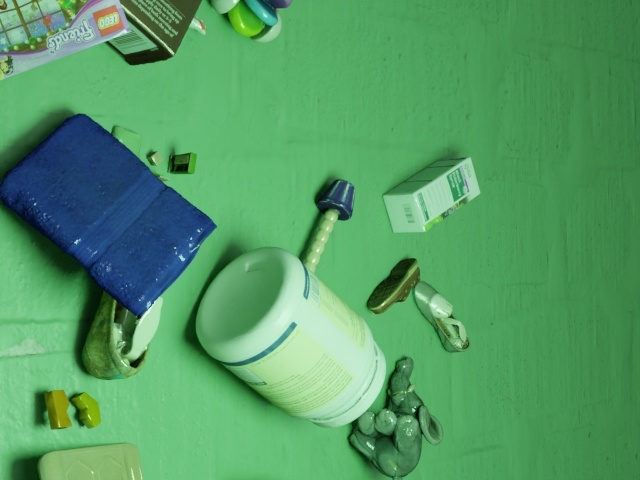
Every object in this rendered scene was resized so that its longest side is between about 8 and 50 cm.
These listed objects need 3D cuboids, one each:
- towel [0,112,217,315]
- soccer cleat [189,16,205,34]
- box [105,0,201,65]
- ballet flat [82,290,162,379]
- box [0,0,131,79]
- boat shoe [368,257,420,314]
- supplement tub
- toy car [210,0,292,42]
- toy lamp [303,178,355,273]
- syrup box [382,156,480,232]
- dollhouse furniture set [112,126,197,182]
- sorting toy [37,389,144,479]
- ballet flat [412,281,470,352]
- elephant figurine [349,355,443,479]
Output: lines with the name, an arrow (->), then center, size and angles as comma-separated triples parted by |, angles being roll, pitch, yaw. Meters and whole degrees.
towel -> -0.346, -0.042, 1.737 | 0.308, 0.076, 0.227 | 42, 51, -5
soccer cleat -> -0.244, -0.402, 1.962 | 0.083, 0.029, 0.035 | 47, 66, -31
box -> -0.281, -0.513, 1.847 | 0.191, 0.143, 0.381 | 41, 63, -37
ballet flat -> -0.306, 0.069, 1.818 | 0.123, 0.123, 0.348 | 27, 69, -43
box -> -0.459, -0.360, 1.616 | 0.293, 0.057, 0.201 | -24, 109, -14
boat shoe -> 0.170, 0.110, 2.354 | 0.178, 0.064, 0.060 | -46, 119, -40
supplement tub -> -0.047, 0.187, 1.999 | 0.325, 0.235, 0.235 | 44, 59, -36
toy car -> -0.107, -0.472, 2.026 | 0.159, 0.136, 0.182 | 35, 64, -41
toy lamp -> 0.000, 0.000, 2.173 | 0.080, 0.080, 0.274 | 43, 62, -37
syrup box -> 0.255, -0.105, 2.427 | 0.237, 0.096, 0.093 | -32, 111, -41
dollhouse furniture set -> -0.294, -0.146, 1.877 | 0.152, 0.059, 0.076 | 17, 76, -45
sorting toy -> -0.375, 0.397, 1.755 | 0.229, 0.041, 0.307 | 10, 63, -62
ballet flat -> 0.287, 0.175, 2.473 | 0.072, 0.068, 0.213 | -53, 124, -33
elephant figurine -> 0.184, 0.392, 2.311 | 0.239, 0.169, 0.186 | -28, 139, -60
